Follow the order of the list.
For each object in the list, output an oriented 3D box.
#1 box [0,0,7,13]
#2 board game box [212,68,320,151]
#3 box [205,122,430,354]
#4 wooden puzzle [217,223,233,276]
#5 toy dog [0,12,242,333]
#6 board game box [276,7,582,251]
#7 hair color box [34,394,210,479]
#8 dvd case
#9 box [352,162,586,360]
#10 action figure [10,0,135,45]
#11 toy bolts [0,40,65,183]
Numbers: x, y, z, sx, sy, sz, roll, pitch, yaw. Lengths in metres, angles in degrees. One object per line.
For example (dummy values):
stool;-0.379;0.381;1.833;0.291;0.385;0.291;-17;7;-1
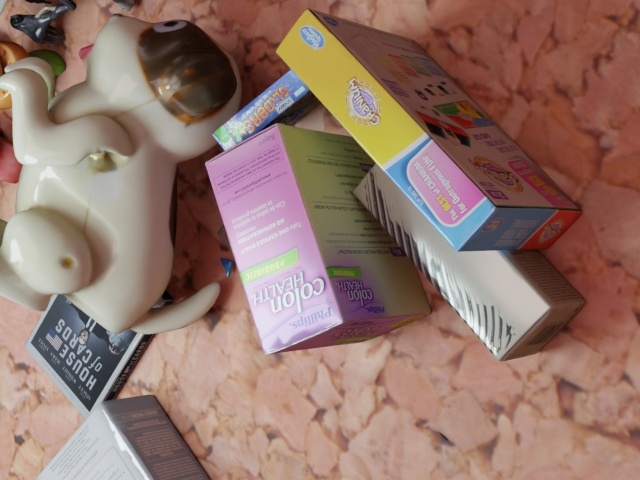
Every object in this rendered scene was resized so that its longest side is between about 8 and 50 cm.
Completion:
box;-0.505;-0.485;1.608;0.345;0.168;0.215;-55;46;22
board game box;-0.035;-0.175;1.408;0.136;0.201;0.035;-36;91;27
box;0.000;0.000;1.376;0.117;0.213;0.243;-26;76;29
wooden puzzle;-0.102;-0.011;1.560;0.116;0.014;0.078;-44;63;24
toy dog;-0.261;-0.102;1.487;0.395;0.284;0.408;30;95;-2
board game box;0.125;-0.121;1.282;0.316;0.242;0.064;50;115;23
hair color box;-0.221;0.417;1.569;0.185;0.114;0.374;-48;65;23
dvd case;-0.333;0.124;1.694;0.179;0.029;0.238;43;110;26
box;0.171;0.007;1.329;0.094;0.113;0.275;-50;64;23
action figure;-0.348;-0.404;1.650;0.276;0.141;0.164;-31;71;44
toy bolts;-0.536;-0.211;1.750;0.218;0.158;0.228;26;103;30
